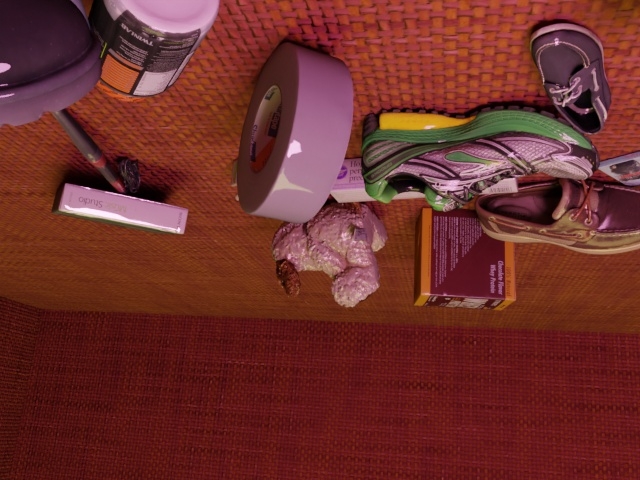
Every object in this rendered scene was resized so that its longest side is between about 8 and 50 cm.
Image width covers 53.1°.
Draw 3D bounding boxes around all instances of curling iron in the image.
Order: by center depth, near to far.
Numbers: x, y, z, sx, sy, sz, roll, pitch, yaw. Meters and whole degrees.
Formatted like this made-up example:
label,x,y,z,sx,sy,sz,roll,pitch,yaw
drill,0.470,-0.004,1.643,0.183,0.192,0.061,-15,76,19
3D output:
label,x,y,z,sx,sy,sz,roll,pitch,yaw
curling iron,-0.393,-0.160,1.120,0.035,0.068,0.274,1,158,16

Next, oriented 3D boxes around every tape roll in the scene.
label,x,y,z,sx,sy,sz,roll,pitch,yaw
tape roll,-0.039,-0.134,0.816,0.072,0.219,0.219,11,162,-22

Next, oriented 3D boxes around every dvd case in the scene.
label,x,y,z,sx,sy,sz,roll,pitch,yaw
dvd case,0.538,-0.120,1.082,0.119,0.013,0.087,16,160,-38

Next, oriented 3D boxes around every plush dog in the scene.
label,x,y,z,sx,sy,sz,roll,pitch,yaw
plush dog,0.000,0.000,1.339,0.225,0.262,0.210,-13,125,21

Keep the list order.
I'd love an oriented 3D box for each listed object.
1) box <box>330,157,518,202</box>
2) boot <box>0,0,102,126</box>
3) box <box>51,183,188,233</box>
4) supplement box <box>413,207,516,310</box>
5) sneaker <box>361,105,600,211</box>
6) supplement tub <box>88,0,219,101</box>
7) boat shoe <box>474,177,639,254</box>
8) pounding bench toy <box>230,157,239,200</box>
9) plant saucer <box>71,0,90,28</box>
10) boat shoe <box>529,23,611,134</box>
label,x,y,z,sx,sy,sz,roll,pitch,yaw
box,0.175,-0.113,1.111,0.324,0.063,0.067,-2,161,22
boot,-0.312,-0.274,0.302,0.367,0.146,0.445,-3,131,-16
box,-0.427,-0.061,1.332,0.232,0.058,0.322,12,177,-25
supplement box,0.307,0.044,1.383,0.194,0.191,0.129,3,164,2
sneaker,0.227,-0.107,0.949,0.344,0.146,0.134,1,166,20
supplement tub,-0.193,-0.232,0.703,0.117,0.117,0.190,13,162,-26
boat shoe,0.448,-0.055,1.148,0.342,0.123,0.123,5,163,28
pounding bench toy,-0.123,-0.106,1.175,0.065,0.083,0.052,19,158,-39
plant saucer,-0.281,-0.248,0.655,0.037,0.195,0.195,-34,178,-22
boat shoe,0.315,-0.194,0.790,0.075,0.065,0.206,-9,160,34
